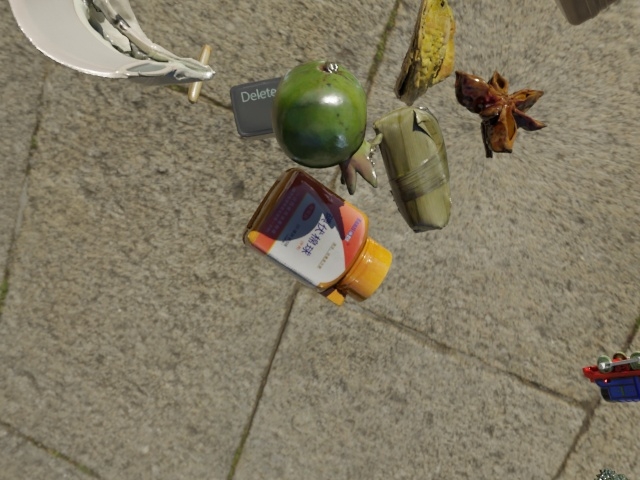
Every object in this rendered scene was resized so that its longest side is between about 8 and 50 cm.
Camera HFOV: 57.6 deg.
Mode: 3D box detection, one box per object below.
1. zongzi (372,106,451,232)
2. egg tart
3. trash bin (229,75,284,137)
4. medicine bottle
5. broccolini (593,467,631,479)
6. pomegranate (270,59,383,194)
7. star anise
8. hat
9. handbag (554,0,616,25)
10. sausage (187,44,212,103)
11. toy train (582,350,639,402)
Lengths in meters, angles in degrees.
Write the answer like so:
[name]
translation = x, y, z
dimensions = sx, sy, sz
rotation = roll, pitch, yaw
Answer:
[zongzi]
translation = 0.188, -0.137, 1.077
dimensions = 0.112, 0.242, 0.221
rotation = -11, 99, 23
[egg tart]
translation = 0.266, -0.465, 1.398
dimensions = 0.132, 0.297, 0.297
rotation = 13, 104, 7
[trash bin]
translation = -0.113, -0.302, 1.366
dimensions = 0.165, 0.225, 0.115
rotation = -12, 96, -2
[medicine bottle]
translation = 0.000, 0.000, 0.947
dimensions = 0.222, 0.112, 0.149
rotation = 34, 84, -13
[broccolini]
translation = 0.501, 0.463, 0.977
dimensions = 0.091, 0.068, 0.203
rotation = 1, 130, 34
[pomegranate]
translation = 0.018, -0.151, 0.793
dimensions = 0.131, 0.152, 0.191
rotation = -27, 121, 26
[star anise]
translation = 0.332, -0.259, 1.123
dimensions = 0.196, 0.212, 0.111
rotation = 41, 147, -9
[hat]
translation = -0.260, -0.245, 0.686
dimensions = 0.164, 0.226, 0.220
rotation = -21, 107, 46
[handbag]
translation = 0.579, -0.694, 1.377
dimensions = 0.149, 0.283, 0.302
rotation = -28, 65, 28
[sausage]
translation = -0.240, -0.328, 1.149
dimensions = 0.024, 0.024, 0.133
rotation = 5, 69, 15
[toy train]
translation = 0.663, 0.294, 1.211
dimensions = 0.204, 0.082, 0.131
rotation = -34, 66, 61
